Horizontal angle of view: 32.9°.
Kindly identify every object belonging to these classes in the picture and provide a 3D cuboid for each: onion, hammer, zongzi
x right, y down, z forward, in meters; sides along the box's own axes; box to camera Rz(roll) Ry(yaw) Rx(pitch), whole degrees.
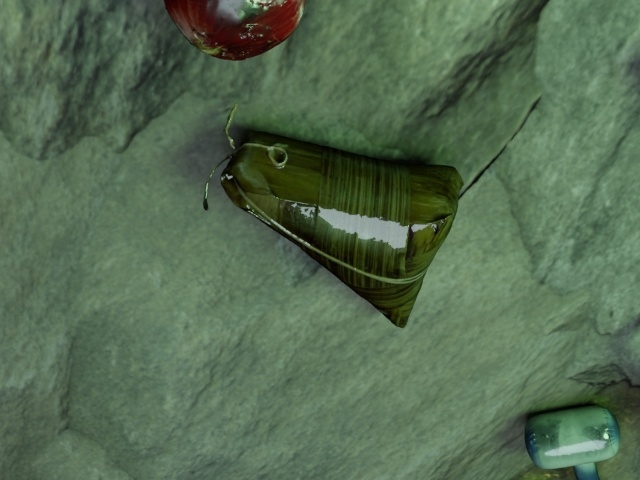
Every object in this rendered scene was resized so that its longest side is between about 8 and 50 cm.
[{"bbox_3d":[-0.074,-0.216,0.925,0.131,0.131,0.131,2,132,2],"label":"onion"},{"bbox_3d":[0.331,0.283,1.380,0.116,0.070,0.194,-13,134,14],"label":"hammer"},{"bbox_3d":[0.000,0.000,1.125,0.247,0.111,0.241,14,138,-2],"label":"zongzi"}]
